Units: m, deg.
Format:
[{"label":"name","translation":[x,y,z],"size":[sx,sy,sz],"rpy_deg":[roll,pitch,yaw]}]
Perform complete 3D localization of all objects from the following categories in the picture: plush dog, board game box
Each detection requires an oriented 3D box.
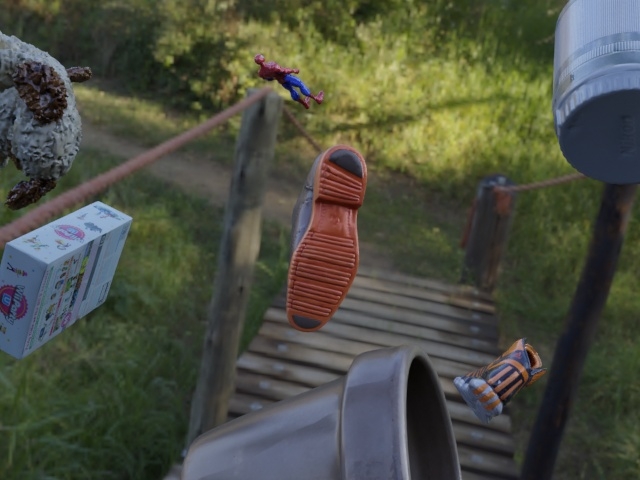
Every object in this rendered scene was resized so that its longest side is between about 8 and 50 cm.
[{"label":"plush dog","translation":[-0.405,-0.174,1.349],"size":[0.210,0.262,0.225],"rpy_deg":[-8,42,-26]},{"label":"board game box","translation":[-0.515,0.070,1.890],"size":[0.097,0.224,0.303],"rpy_deg":[27,24,9]}]

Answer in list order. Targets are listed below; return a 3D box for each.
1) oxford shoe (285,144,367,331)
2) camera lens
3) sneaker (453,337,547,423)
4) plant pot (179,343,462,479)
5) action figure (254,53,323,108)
[{"label":"oxford shoe","translation":[0.000,0.000,1.853],"size":[0.130,0.364,0.132],"rpy_deg":[19,-10,-21]},{"label":"camera lens","translation":[0.465,-0.250,1.446],"size":[0.219,0.219,0.274],"rpy_deg":[10,52,4]},{"label":"sneaker","translation":[0.415,0.315,2.155],"size":[0.180,0.125,0.321],"rpy_deg":[-36,-4,-8]},{"label":"plant pot","translation":[0.001,0.240,0.876],"size":[0.229,0.263,0.263],"rpy_deg":[-11,16,14]},{"label":"action figure","translation":[-0.044,-0.207,1.223],"size":[0.038,0.030,0.115],"rpy_deg":[-9,-24,38]}]
